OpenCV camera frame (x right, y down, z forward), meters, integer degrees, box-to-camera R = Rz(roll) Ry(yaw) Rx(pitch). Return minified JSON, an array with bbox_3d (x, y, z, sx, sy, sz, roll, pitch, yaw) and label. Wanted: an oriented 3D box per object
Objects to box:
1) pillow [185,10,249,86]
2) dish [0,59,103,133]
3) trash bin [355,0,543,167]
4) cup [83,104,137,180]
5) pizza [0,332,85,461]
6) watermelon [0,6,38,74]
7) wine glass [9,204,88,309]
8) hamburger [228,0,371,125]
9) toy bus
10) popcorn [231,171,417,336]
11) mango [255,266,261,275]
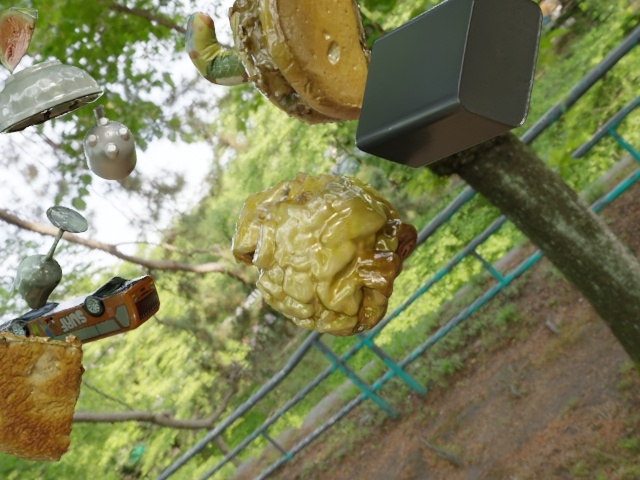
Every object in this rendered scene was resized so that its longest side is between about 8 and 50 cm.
[{"bbox_3d":[-0.248,-0.511,1.729,0.086,0.233,0.214,-64,-31,-46],"label":"pillow"},{"bbox_3d":[-0.698,-0.372,1.645,0.302,0.120,0.303,-22,14,6],"label":"dish"},{"bbox_3d":[0.149,-0.195,0.800,0.225,0.114,0.165,173,111,-68],"label":"trash bin"},{"bbox_3d":[-0.557,-0.268,1.744,0.142,0.134,0.174,121,160,-67],"label":"cup"},{"bbox_3d":[-0.509,0.249,1.134,0.226,0.336,0.086,-41,38,-24],"label":"pizza"},{"bbox_3d":[-0.625,-0.426,1.322,0.163,0.068,0.087,-42,46,37],"label":"watermelon"},{"bbox_3d":[-0.496,0.034,1.187,0.196,0.079,0.079,-55,-1,22],"label":"wine glass"},{"bbox_3d":[-0.075,-0.469,1.497,0.286,0.446,0.268,-18,7,-35],"label":"hamburger"},{"bbox_3d":[-0.480,0.153,1.255,0.408,0.092,0.093,-17,14,28],"label":"toy bus"},{"bbox_3d":[0.000,0.000,1.011,0.264,0.332,0.225,-28,-55,-37],"label":"popcorn"},{"bbox_3d":[-0.065,0.010,1.563,0.201,0.152,0.287,-36,-26,-34],"label":"mango"}]
